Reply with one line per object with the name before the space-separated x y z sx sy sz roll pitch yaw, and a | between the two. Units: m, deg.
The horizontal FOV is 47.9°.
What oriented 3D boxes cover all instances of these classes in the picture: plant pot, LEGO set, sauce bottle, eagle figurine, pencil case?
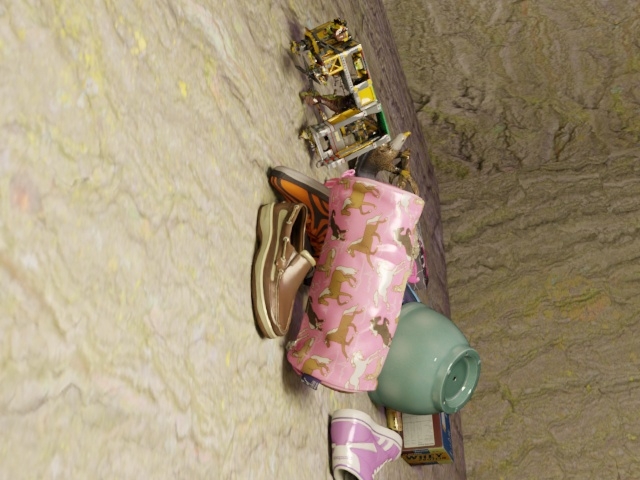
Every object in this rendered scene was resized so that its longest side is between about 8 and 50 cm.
plant pot | 0.284 0.325 1.845 0.293 0.196 0.292 -20 119 -42
LEGO set | 0.007 -0.322 1.652 0.255 0.192 0.331 53 -14 48
sauce bottle | 0.208 0.516 2.001 0.042 0.042 0.128 35 46 -69
eagle figurine | 0.172 -0.274 2.179 0.298 0.225 0.226 20 12 -40
pencil case | 0.062 0.076 1.286 0.167 0.160 0.385 16 89 -35

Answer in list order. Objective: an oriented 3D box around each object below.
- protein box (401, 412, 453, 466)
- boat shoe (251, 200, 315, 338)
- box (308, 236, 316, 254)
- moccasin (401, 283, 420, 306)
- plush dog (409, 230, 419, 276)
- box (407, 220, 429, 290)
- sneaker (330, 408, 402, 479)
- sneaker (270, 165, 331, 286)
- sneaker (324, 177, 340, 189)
protein box | 0.311 0.554 2.171 0.199 0.136 0.201 57 27 -56
boat shoe | -0.058 0.040 1.236 0.095 0.095 0.257 54 30 -58
box | 0.065 -0.002 1.588 0.093 0.159 0.155 -67 144 -63
moccasin | 0.172 0.149 1.979 0.117 0.138 0.341 -30 92 -45
plush dog | 0.126 0.082 1.786 0.262 0.211 0.225 -48 146 -72
box | 0.215 0.025 2.099 0.142 0.164 0.247 -33 112 -75
sneaker | 0.093 0.473 1.534 0.282 0.102 0.160 42 43 -50
sneaker | 0.000 0.000 1.417 0.321 0.180 0.125 37 -2 -23
sneaker | 0.044 -0.072 1.733 0.170 0.063 0.074 -92 157 -43
